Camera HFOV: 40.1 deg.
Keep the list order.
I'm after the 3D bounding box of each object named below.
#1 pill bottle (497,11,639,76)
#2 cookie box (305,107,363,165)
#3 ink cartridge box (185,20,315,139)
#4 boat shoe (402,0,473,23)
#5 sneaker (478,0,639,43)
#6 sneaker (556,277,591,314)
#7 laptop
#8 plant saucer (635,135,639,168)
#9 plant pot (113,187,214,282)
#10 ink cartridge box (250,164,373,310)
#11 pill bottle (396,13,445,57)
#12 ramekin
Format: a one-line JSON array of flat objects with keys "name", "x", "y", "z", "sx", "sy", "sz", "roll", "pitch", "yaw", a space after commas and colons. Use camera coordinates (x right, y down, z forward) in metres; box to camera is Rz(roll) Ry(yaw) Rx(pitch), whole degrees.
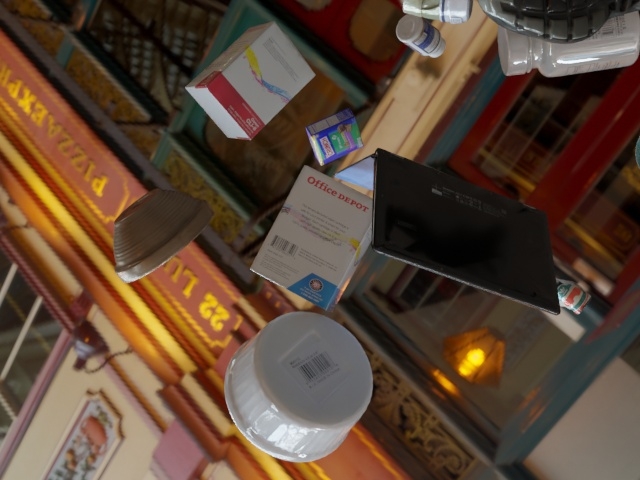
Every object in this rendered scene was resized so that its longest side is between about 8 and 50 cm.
[{"name": "pill bottle", "x": 0.441, "y": -0.363, "z": 1.575, "sx": 0.229, "sy": 0.131, "sz": 0.131, "roll": -8, "pitch": -150, "yaw": 3}, {"name": "cookie box", "x": 0.032, "y": -0.229, "z": 1.938, "sx": 0.092, "sy": 0.107, "sz": 0.040, "roll": 69, "pitch": 175, "yaw": -46}, {"name": "ink cartridge box", "x": -0.125, "y": -0.287, "z": 1.581, "sx": 0.127, "sy": 0.176, "sz": 0.128, "roll": 49, "pitch": 167, "yaw": -23}, {"name": "boat shoe", "x": 0.154, "y": -0.426, "z": 1.098, "sx": 0.094, "sy": 0.302, "sz": 0.109, "roll": 5, "pitch": -163, "yaw": 10}, {"name": "sneaker", "x": 0.255, "y": -0.253, "z": 0.886, "sx": 0.267, "sy": 0.101, "sz": 0.106, "roll": -14, "pitch": -166, "yaw": -28}, {"name": "sneaker", "x": 0.470, "y": 0.094, "z": 1.719, "sx": 0.075, "sy": 0.057, "sz": 0.161, "roll": 35, "pitch": -175, "yaw": -6}, {"name": "laptop", "x": 0.232, "y": -0.007, "z": 1.749, "sx": 0.381, "sy": 0.236, "sz": 0.408, "roll": 19, "pitch": -135, "yaw": -14}, {"name": "plant saucer", "x": 0.605, "y": -0.158, "z": 1.523, "sx": 0.119, "sy": 0.119, "sz": 0.021, "roll": 30, "pitch": -166, "yaw": -4}, {"name": "plant pot", "x": -0.343, "y": -0.029, "z": 1.792, "sx": 0.110, "sy": 0.237, "sz": 0.237, "roll": 53, "pitch": -160, "yaw": -17}, {"name": "ink cartridge box", "x": 0.000, "y": 0.000, "z": 1.741, "sx": 0.171, "sy": 0.233, "sz": 0.168, "roll": 28, "pitch": 178, "yaw": 9}, {"name": "pill bottle", "x": 0.225, "y": -0.449, "z": 1.937, "sx": 0.120, "sy": 0.067, "sz": 0.067, "roll": 18, "pitch": -154, "yaw": -49}, {"name": "ramekin", "x": -0.033, "y": 0.271, "z": 1.691, "sx": 0.277, "sy": 0.135, "sz": 0.277, "roll": 15, "pitch": -128, "yaw": -19}]
